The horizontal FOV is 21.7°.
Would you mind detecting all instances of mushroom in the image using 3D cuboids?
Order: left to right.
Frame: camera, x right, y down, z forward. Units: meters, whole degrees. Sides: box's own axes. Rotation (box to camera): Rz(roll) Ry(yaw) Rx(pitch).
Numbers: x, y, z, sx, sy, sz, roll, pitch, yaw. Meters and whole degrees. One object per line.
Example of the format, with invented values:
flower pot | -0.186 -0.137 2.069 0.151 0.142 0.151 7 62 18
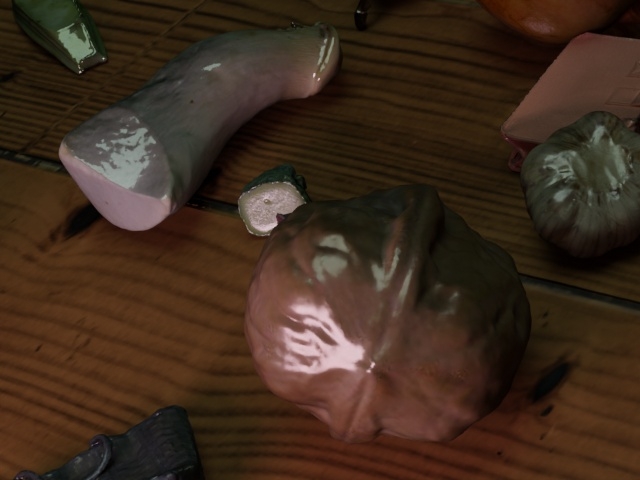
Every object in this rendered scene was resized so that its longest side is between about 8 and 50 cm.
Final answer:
mushroom | -0.130 -0.160 2.022 0.177 0.126 0.397 21 48 28

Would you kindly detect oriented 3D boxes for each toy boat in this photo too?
toy boat | -0.383 -0.321 2.406 0.093 0.055 0.293 -29 36 -13

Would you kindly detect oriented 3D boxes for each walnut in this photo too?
walnut | 0.058 0.070 1.531 0.227 0.273 0.273 -42 28 22

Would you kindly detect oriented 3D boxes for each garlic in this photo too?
garlic | 0.278 -0.054 1.720 0.147 0.102 0.159 18 62 9

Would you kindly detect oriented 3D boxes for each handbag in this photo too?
handbag | -0.224 0.249 1.537 0.270 0.088 0.175 -25 28 -12
handbag | 0.313 -0.150 1.879 0.157 0.059 0.212 10 44 34

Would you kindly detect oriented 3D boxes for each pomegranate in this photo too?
pomegranate | 0.299 -0.342 2.013 0.229 0.270 0.252 -48 5 -1

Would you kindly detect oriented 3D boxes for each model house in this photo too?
model house | -0.047 -0.050 1.900 0.079 0.066 0.083 -19 15 15

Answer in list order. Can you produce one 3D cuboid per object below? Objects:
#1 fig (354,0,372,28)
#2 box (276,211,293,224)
fig | 0.095 -0.408 2.243 0.202 0.148 0.149 -30 69 -39
box | 0.000 0.000 1.803 0.063 0.060 0.085 -24 34 -19
